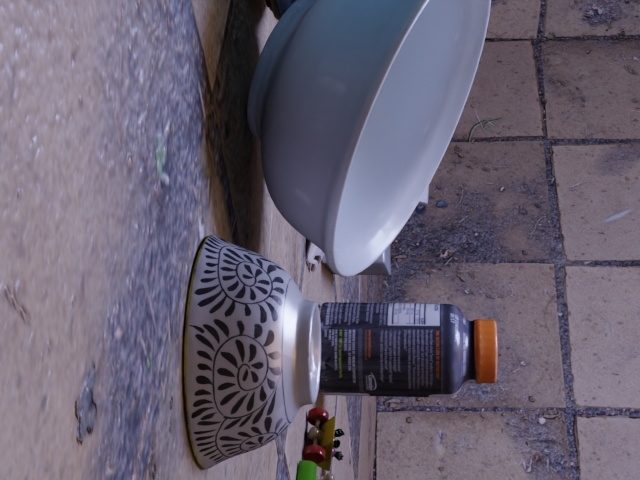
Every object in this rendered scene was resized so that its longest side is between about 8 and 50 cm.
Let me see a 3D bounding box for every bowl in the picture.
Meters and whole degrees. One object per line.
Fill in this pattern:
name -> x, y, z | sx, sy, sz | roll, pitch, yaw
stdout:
bowl -> -0.042, 0.082, 0.820 | 0.170, 0.080, 0.170 | 1, 90, -83
bowl -> 0.028, -0.128, 0.989 | 0.298, 0.134, 0.298 | -54, 160, -31

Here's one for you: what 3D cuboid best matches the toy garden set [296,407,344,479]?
toy garden set -> 0.006, 0.354, 1.423 | 0.204, 0.049, 0.244 | -83, 171, -45

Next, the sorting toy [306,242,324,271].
sorting toy -> 0.000, 0.000, 1.440 | 0.083, 0.045, 0.075 | 71, 39, -71

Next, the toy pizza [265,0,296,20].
toy pizza -> -0.043, -0.296, 1.017 | 0.201, 0.032, 0.201 | -1, 90, -85

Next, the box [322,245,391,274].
box -> 0.056, -0.020, 1.671 | 0.170, 0.091, 0.130 | 54, 36, -79

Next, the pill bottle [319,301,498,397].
pill bottle -> 0.120, 0.151, 1.550 | 0.130, 0.245, 0.130 | 1, 90, -83

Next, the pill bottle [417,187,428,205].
pill bottle -> 0.117, -0.209, 1.868 | 0.169, 0.169, 0.301 | 37, 53, -82
